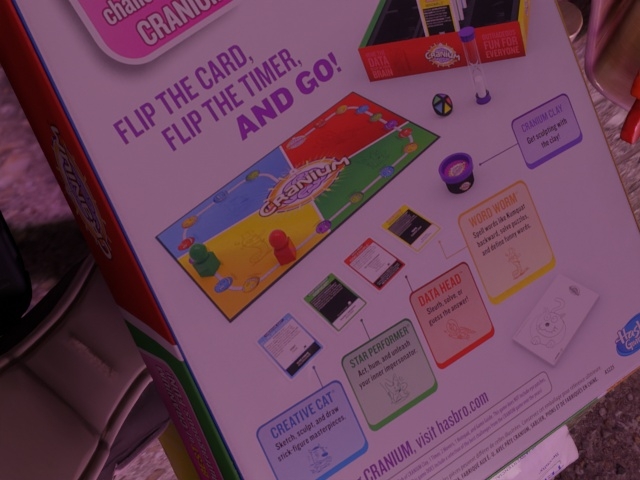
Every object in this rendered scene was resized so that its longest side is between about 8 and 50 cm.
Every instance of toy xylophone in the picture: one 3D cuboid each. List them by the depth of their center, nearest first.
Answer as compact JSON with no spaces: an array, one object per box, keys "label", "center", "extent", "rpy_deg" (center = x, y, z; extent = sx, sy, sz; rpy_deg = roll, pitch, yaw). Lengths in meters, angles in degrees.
[{"label":"toy xylophone","center":[0.248,-0.185,0.696],"extent":[0.236,0.081,0.322],"rpy_deg":[-60,159,-5]}]

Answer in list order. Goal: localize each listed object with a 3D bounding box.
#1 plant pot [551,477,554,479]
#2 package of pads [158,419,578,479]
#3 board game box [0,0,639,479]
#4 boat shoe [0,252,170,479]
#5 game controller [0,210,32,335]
[{"label":"plant pot","center":[0.089,0.210,1.041],"extent":[0.276,0.276,0.254],"rpy_deg":[-31,165,-19]},{"label":"package of pads","center":[0.006,0.109,0.667],"extent":[0.229,0.296,0.101],"rpy_deg":[-37,128,-5]},{"label":"board game box","center":[0.013,-0.040,0.426],"extent":[0.242,0.317,0.064],"rpy_deg":[-28,-168,-24]},{"label":"boat shoe","center":[-0.140,0.084,0.558],"extent":[0.095,0.112,0.335],"rpy_deg":[-42,-177,24]},{"label":"game controller","center":[-0.235,-0.011,0.414],"extent":[0.166,0.067,0.319],"rpy_deg":[-18,150,-12]}]
